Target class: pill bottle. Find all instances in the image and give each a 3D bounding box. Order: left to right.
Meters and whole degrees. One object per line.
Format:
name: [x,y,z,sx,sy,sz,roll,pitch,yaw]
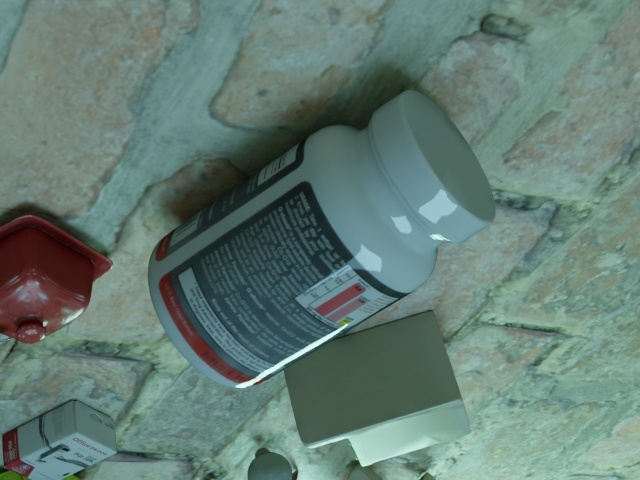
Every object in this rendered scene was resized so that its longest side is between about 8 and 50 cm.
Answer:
pill bottle: [0.000,0.000,1.346,0.363,0.210,0.210,-33,141,24]

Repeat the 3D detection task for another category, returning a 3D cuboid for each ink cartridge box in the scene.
ink cartridge box: [-0.380,0.298,1.744,0.135,0.056,0.099,-28,142,18]

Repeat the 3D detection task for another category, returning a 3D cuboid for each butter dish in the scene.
butter dish: [-0.341,0.066,1.392,0.160,0.118,0.160,-29,142,18]

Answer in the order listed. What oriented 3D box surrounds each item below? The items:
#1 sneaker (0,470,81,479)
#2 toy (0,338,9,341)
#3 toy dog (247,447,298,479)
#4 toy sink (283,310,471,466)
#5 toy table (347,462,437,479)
sneaker: [-0.503,0.416,1.845,0.296,0.109,0.123,-7,167,-13]
toy: [-0.469,0.161,1.425,0.137,0.056,0.237,-9,178,-34]
toy dog: [-0.102,0.461,2.027,0.220,0.161,0.333,13,121,-30]
toy sink: [0.082,0.226,1.735,0.234,0.152,0.131,-18,145,2]
toy table: [0.116,0.522,2.089,0.252,0.274,0.161,36,119,-8]
